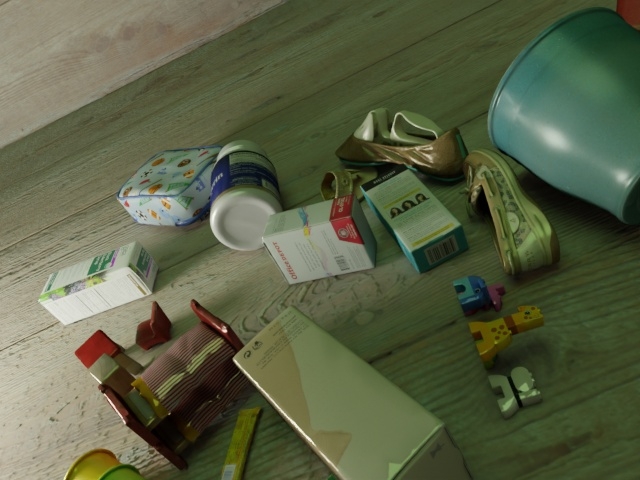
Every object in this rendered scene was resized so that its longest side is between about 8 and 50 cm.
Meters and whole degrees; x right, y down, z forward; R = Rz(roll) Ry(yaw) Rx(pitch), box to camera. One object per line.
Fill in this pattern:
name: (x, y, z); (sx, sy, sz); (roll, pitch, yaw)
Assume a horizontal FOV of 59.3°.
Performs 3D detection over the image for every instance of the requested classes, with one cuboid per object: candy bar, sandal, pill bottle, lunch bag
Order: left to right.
lunch bag: (-0.362, -0.148, 1.454); (0.304, 0.115, 0.243); (5, 46, 38)
candy bar: (-0.123, 0.318, 0.831); (0.040, 0.018, 0.161); (-14, 40, 24)
pill bottle: (-0.167, -0.111, 1.250); (0.153, 0.153, 0.264); (-23, 36, 7)
sandal: (0.030, -0.106, 1.178); (0.240, 0.079, 0.088); (-45, 40, -21)

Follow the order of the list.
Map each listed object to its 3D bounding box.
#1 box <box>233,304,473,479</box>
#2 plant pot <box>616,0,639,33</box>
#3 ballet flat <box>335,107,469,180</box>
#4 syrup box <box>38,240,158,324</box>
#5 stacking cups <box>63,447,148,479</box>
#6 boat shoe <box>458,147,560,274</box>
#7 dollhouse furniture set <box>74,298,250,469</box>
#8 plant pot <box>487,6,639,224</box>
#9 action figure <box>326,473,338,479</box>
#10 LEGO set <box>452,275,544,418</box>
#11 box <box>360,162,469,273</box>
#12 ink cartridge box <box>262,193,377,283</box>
box: (0.031, 0.228, 0.735); (0.121, 0.148, 0.311); (-41, 37, -16)
plant pot: (0.655, -0.371, 0.965); (0.267, 0.267, 0.235); (16, 68, 43)
ballet flat: (0.159, -0.212, 1.176); (0.116, 0.124, 0.342); (-30, 32, -31)
syrup box: (-0.494, 0.096, 1.263); (0.237, 0.096, 0.093); (-20, 37, 12)
stacking cups: (-0.224, 0.387, 0.772); (0.316, 0.096, 0.096); (10, 52, 34)
boat shoe: (0.291, -0.059, 0.936); (0.089, 0.104, 0.285); (-22, 38, 4)
dollhouse furniture set: (-0.290, 0.194, 0.970); (0.374, 0.152, 0.201); (21, 59, 45)
plant pot: (0.446, -0.172, 0.858); (0.272, 0.271, 0.255); (-30, 51, -2)
action figure: (-0.032, 0.395, 0.626); (0.232, 0.063, 0.137); (-40, 78, -2)
LEGO set: (0.253, 0.114, 0.773); (0.093, 0.087, 0.227); (-21, 39, 11)
box: (0.166, -0.048, 1.039); (0.101, 0.060, 0.244); (-28, 37, 0)
ink cartridge box: (0.000, 0.000, 1.033); (0.175, 0.127, 0.072); (-12, 39, 20)
